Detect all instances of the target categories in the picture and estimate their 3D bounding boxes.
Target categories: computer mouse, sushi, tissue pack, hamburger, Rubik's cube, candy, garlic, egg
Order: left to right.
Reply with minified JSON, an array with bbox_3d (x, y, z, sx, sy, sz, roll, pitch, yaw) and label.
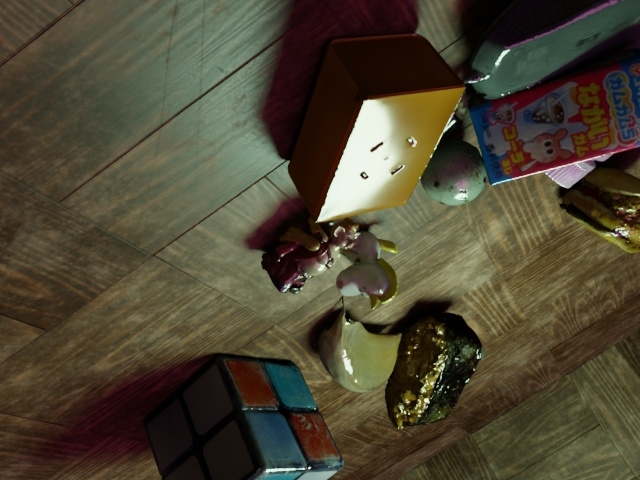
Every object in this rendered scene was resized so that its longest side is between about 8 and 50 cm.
[{"bbox_3d":[-0.190,0.496,1.899,0.316,0.313,0.318,-42,147,21],"label":"Rubik's cube"},{"bbox_3d":[0.077,0.272,2.002,0.338,0.151,0.196,36,85,-50],"label":"garlic"},{"bbox_3d":[0.080,-0.181,1.268,0.194,0.145,0.274,-10,146,-27],"label":"tissue pack"},{"bbox_3d":[0.286,0.351,2.180,0.207,0.234,0.348,4,113,-39],"label":"sushi"},{"bbox_3d":[0.264,-0.132,1.519,0.131,0.131,0.164,-44,160,24],"label":"egg"},{"bbox_3d":[0.392,-0.357,1.289,0.371,0.122,0.188,-24,157,-1],"label":"computer mouse"},{"bbox_3d":[0.431,-0.218,1.391,0.306,0.100,0.157,-14,111,17],"label":"candy"},{"bbox_3d":[0.724,-0.081,1.906,0.244,0.244,0.163,15,107,-51],"label":"hamburger"}]

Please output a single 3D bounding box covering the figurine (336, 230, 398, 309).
[{"bbox_3d":[0.097,0.063,1.631,0.130,0.178,0.109,-2,144,7],"label":"figurine"}]

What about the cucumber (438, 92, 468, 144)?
[{"bbox_3d":[0.176,-0.184,1.419,0.074,0.074,0.241,3,140,-43],"label":"cucumber"}]

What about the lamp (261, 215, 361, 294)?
[{"bbox_3d":[0.000,0.000,1.508,0.253,0.118,0.118,-39,149,18],"label":"lamp"}]

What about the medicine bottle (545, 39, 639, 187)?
[{"bbox_3d":[0.533,-0.256,1.506,0.178,0.178,0.290,10,132,-48],"label":"medicine bottle"}]
